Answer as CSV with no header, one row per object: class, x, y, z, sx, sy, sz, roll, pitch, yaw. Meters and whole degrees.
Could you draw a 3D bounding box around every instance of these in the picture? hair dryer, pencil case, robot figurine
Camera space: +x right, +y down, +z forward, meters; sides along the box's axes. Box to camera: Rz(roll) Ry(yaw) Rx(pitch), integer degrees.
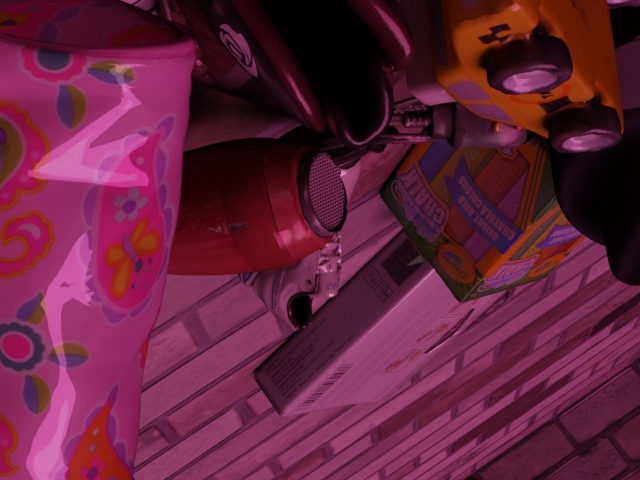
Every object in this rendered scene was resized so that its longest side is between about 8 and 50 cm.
hair dryer,-0.024,-0.033,0.733,0.293,0.080,0.223,-15,-174,-11
pencil case,-0.134,0.017,0.555,0.124,0.124,0.284,-12,120,-46
robot figurine,0.245,-0.099,0.818,0.209,0.278,0.173,30,134,-32

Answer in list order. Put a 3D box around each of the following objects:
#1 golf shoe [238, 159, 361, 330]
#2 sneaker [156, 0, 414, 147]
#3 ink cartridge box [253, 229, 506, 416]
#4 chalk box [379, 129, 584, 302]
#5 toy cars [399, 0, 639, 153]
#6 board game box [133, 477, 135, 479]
golf shoe,0.000,0.000,0.905,0.069,0.086,0.176,-16,150,-37
sneaker,-0.013,-0.095,0.581,0.106,0.163,0.281,-37,158,3
ink cartridge box,0.092,0.079,1.241,0.275,0.060,0.239,-45,158,20
chalk box,0.154,-0.038,0.992,0.132,0.132,0.213,-15,150,-42
toy cars,0.111,-0.153,0.612,0.087,0.177,0.394,-9,-154,25
board game box,-0.237,0.238,0.810,0.079,0.254,0.336,-42,157,17
